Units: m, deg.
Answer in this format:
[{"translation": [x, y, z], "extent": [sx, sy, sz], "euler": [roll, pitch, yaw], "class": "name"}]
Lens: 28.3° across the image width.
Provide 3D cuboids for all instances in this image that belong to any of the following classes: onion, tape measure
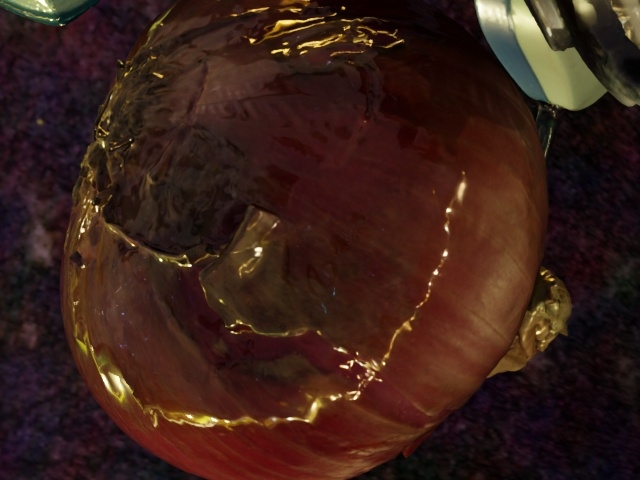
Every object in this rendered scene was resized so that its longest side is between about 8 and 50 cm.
[{"translation": [-0.015, -0.021, 0.811], "extent": [0.354, 0.354, 0.353], "euler": [-15, 65, 34], "class": "onion"}, {"translation": [0.185, -0.174, 1.046], "extent": [0.098, 0.215, 0.351], "euler": [23, 73, 40], "class": "tape measure"}]

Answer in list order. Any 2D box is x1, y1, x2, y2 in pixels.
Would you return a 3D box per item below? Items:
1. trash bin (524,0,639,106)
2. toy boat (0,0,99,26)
[{"translation": [0.247, -0.257, 0.641], "extent": [0.368, 0.256, 0.296], "euler": [-25, 30, 11], "class": "trash bin"}, {"translation": [-0.281, -0.267, 1.085], "extent": [0.096, 0.061, 0.299], "euler": [-43, 48, -16], "class": "toy boat"}]
